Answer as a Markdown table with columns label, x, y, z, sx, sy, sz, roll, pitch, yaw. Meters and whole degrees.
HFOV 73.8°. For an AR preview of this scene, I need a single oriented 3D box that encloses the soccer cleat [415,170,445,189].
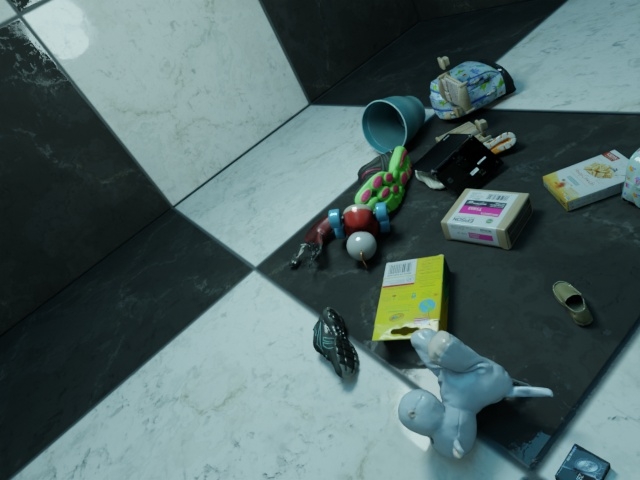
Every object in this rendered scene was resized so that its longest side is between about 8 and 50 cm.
| label | x | y | z | sx | sy | sz | roll | pitch | yaw |
| --- | --- | --- | --- | --- | --- | --- | --- | --- | --- |
| soccer cleat | 0.461 | -0.268 | 1.793 | 0.068 | 0.076 | 0.196 | -35 | 33 | -8 |

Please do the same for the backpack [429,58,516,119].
| label | x | y | z | sx | sy | sz | roll | pitch | yaw |
| --- | --- | --- | --- | --- | --- | --- | --- | --- | --- |
| backpack | 0.715 | -0.744 | 2.109 | 0.355 | 0.273 | 0.290 | -39 | 38 | 10 |

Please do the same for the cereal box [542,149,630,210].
| label | x | y | z | sx | sy | sz | roll | pitch | yaw |
| --- | --- | --- | --- | --- | --- | --- | --- | --- | --- |
| cereal box | 0.886 | -0.199 | 1.392 | 0.240 | 0.047 | 0.173 | -22 | 34 | 13 |

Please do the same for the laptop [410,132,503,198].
| label | x | y | z | sx | sy | sz | roll | pitch | yaw |
| --- | --- | --- | --- | --- | --- | --- | --- | --- | --- |
| laptop | 0.545 | -0.304 | 1.729 | 0.234 | 0.136 | 0.264 | -43 | 77 | -4 |

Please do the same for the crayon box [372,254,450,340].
| label | x | y | z | sx | sy | sz | roll | pitch | yaw |
| --- | --- | --- | --- | --- | --- | --- | --- | --- | --- |
| crayon box | 0.283 | 0.193 | 1.311 | 0.202 | 0.081 | 0.319 | -10 | 37 | 28 |

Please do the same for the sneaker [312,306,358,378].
| label | x | y | z | sx | sy | sz | roll | pitch | yaw |
| --- | --- | --- | --- | --- | --- | --- | --- | --- | --- |
| sneaker | 0.040 | 0.331 | 1.331 | 0.106 | 0.101 | 0.267 | -46 | 30 | 17 |

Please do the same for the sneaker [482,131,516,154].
| label | x | y | z | sx | sy | sz | roll | pitch | yaw |
| --- | --- | --- | --- | --- | --- | --- | --- | --- | --- |
| sneaker | 0.698 | -0.376 | 1.764 | 0.214 | 0.084 | 0.083 | -20 | 5 | 26 |

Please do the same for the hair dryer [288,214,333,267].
| label | x | y | z | sx | sy | sz | roll | pitch | yaw |
| --- | --- | --- | --- | --- | --- | --- | --- | --- | --- |
| hair dryer | 0.000 | 0.000 | 1.765 | 0.223 | 0.080 | 0.294 | -8 | 48 | 57 |

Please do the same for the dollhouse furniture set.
| label | x | y | z | sx | sy | sz | roll | pitch | yaw |
| --- | --- | --- | --- | --- | --- | --- | --- | --- | --- |
| dollhouse furniture set | 0.570 | -0.575 | 1.863 | 0.173 | 0.356 | 0.303 | -27 | 34 | 6 |

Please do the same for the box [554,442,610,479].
| label | x | y | z | sx | sy | sz | roll | pitch | yaw |
| --- | --- | --- | --- | --- | --- | --- | --- | --- | --- |
| box | 0.514 | 0.454 | 0.837 | 0.083 | 0.018 | 0.067 | -43 | 34 | -19 |

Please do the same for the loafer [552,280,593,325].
| label | x | y | z | sx | sy | sz | roll | pitch | yaw |
| --- | --- | --- | --- | --- | --- | --- | --- | --- | --- |
| loafer | 0.652 | 0.152 | 1.103 | 0.056 | 0.050 | 0.148 | -24 | 33 | 10 |

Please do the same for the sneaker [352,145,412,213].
| label | x | y | z | sx | sy | sz | roll | pitch | yaw |
| --- | --- | --- | --- | --- | --- | --- | --- | --- | --- |
| sneaker | 0.251 | -0.242 | 1.852 | 0.202 | 0.185 | 0.483 | -13 | 23 | 37 |

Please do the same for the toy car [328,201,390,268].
| label | x | y | z | sx | sy | sz | roll | pitch | yaw |
| --- | --- | --- | --- | --- | --- | --- | --- | --- | --- |
| toy car | 0.157 | 0.002 | 1.620 | 0.219 | 0.210 | 0.238 | -7 | 66 | 11 |

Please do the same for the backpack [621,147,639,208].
| label | x | y | z | sx | sy | sz | roll | pitch | yaw |
| --- | --- | --- | --- | --- | --- | --- | --- | --- | --- |
| backpack | 0.953 | -0.187 | 1.194 | 0.165 | 0.188 | 0.144 | -29 | 33 | 1 |

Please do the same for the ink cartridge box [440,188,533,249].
| label | x | y | z | sx | sy | sz | roll | pitch | yaw |
| --- | --- | --- | --- | --- | --- | --- | --- | --- | --- |
| ink cartridge box | 0.564 | -0.080 | 1.451 | 0.234 | 0.088 | 0.193 | 12 | 51 | 46 |

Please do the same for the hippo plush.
| label | x | y | z | sx | sy | sz | roll | pitch | yaw |
| --- | --- | --- | --- | --- | --- | --- | --- | --- | --- |
| hippo plush | 0.307 | 0.370 | 0.997 | 0.294 | 0.234 | 0.237 | 29 | 79 | 8 |

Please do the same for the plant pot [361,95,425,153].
| label | x | y | z | sx | sy | sz | roll | pitch | yaw |
| --- | --- | --- | --- | --- | --- | --- | --- | --- | --- |
| plant pot | 0.391 | -0.606 | 2.156 | 0.271 | 0.272 | 0.255 | 11 | 35 | 46 |
